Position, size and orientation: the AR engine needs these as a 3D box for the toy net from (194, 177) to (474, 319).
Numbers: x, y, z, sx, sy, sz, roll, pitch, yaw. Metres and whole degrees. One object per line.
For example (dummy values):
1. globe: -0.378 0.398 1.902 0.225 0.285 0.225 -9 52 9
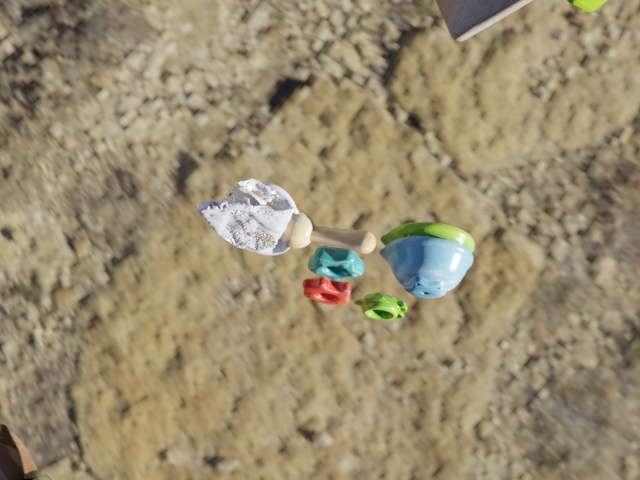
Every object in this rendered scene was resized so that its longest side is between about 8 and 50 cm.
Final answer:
1. toy net: 0.000 0.000 1.329 0.232 0.122 0.045 22 63 -32

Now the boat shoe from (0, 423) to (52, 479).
1. boat shoe: -0.184 0.130 0.831 0.110 0.307 0.104 -38 85 -29

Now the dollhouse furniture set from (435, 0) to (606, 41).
1. dollhouse furniture set: 0.155 -0.200 1.170 0.151 0.198 0.301 -28 165 23
